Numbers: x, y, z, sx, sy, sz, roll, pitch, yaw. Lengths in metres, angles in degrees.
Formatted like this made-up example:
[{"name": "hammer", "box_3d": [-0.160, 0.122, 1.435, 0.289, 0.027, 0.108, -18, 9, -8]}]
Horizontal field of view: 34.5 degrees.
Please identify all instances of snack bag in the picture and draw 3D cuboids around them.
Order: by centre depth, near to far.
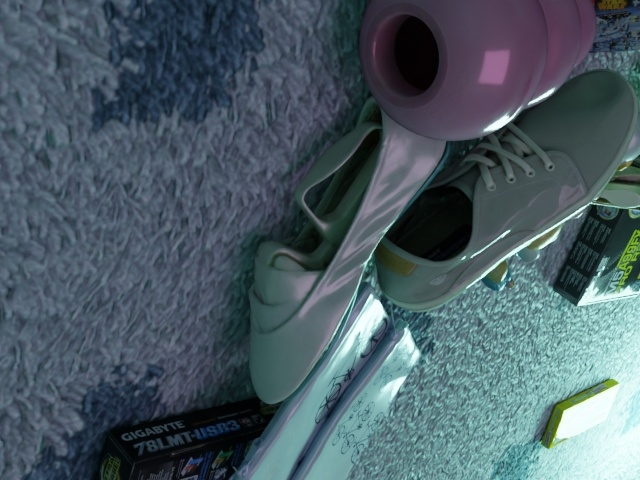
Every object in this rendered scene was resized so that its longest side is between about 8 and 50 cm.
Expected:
[{"name": "snack bag", "box_3d": [0.024, 0.233, 1.405, 0.323, 0.037, 0.342, -55, 155, -13]}]

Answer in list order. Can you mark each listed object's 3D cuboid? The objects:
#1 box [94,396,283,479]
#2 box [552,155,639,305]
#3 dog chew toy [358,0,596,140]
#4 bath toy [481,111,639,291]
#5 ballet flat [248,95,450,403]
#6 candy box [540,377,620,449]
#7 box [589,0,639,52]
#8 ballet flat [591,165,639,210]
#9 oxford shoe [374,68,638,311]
[{"name": "box", "box_3d": [-0.174, 0.357, 1.362, 0.293, 0.073, 0.295, -7, 124, -45]}, {"name": "box", "box_3d": [0.540, -0.020, 1.809, 0.216, 0.060, 0.270, -3, 122, -45]}, {"name": "dog chew toy", "box_3d": [0.197, -0.232, 1.168, 0.332, 0.206, 0.206, -22, 135, -44]}, {"name": "bath toy", "box_3d": [0.340, -0.085, 1.500, 0.348, 0.151, 0.129, -44, 107, -10]}, {"name": "ballet flat", "box_3d": [0.000, 0.000, 1.224, 0.400, 0.139, 0.139, -58, 143, 1]}, {"name": "candy box", "box_3d": [0.546, 0.362, 2.160, 0.206, 0.027, 0.105, -14, 126, -39]}, {"name": "box", "box_3d": [0.418, -0.302, 1.401, 0.094, 0.137, 0.027, 79, 15, -47]}, {"name": "ballet flat", "box_3d": [0.521, -0.073, 1.640, 0.248, 0.086, 0.086, 8, 118, -15]}, {"name": "oxford shoe", "box_3d": [0.250, -0.083, 1.373, 0.449, 0.169, 0.130, -39, 140, -8]}]
